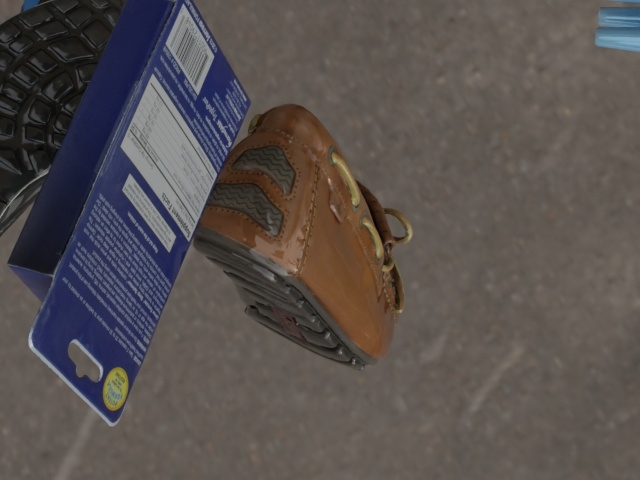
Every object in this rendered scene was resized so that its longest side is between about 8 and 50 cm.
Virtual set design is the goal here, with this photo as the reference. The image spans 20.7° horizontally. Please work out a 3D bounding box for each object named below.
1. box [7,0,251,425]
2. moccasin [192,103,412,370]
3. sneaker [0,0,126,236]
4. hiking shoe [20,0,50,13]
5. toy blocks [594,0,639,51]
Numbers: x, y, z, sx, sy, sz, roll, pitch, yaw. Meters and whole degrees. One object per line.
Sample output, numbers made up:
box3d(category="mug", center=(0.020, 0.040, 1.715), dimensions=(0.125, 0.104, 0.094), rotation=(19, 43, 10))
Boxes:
box3d(category="box", center=(-0.111, -0.020, 1.004), dimensions=(0.036, 0.225, 0.136), rotation=(12, 158, 21))
box3d(category="moccasin", center=(-0.003, -0.001, 1.352), dimensions=(0.147, 0.139, 0.380), rotation=(-61, 157, -11))
box3d(category="sneaker", center=(-0.232, -0.063, 1.235), dimensions=(0.107, 0.124, 0.283), rotation=(44, 83, -7))
box3d(category="hiking shoe", center=(-0.190, -0.153, 1.469), dimensions=(0.132, 0.304, 0.113), rotation=(-15, 149, 32))
box3d(category="toy blocks", center=(0.171, -0.090, 0.620), dimensions=(0.148, 0.054, 0.123), rotation=(3, 166, 12))
